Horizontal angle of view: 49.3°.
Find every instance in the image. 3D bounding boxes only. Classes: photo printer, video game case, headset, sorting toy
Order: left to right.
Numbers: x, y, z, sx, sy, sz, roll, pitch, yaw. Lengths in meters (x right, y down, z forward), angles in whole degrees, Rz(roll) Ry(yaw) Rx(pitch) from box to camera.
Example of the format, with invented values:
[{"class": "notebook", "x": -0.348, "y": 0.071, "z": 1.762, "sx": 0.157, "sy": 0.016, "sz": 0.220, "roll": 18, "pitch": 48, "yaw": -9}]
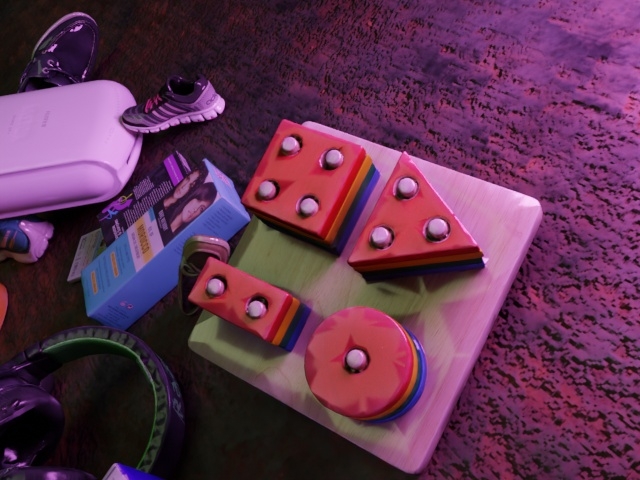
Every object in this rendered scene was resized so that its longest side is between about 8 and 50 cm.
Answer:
[{"class": "headset", "x": -0.341, "y": 0.245, "z": 0.747, "sx": 0.394, "sy": 0.185, "sz": 0.243, "roll": -36, "pitch": 57, "yaw": -7}, {"class": "photo printer", "x": -0.453, "y": -0.156, "z": 1.164, "sx": 0.307, "sy": 0.107, "sz": 0.256, "roll": -9, "pitch": 44, "yaw": 0}, {"class": "video game case", "x": -0.340, "y": 0.014, "z": 1.083, "sx": 0.122, "sy": 0.011, "sz": 0.087, "roll": -19, "pitch": 48, "yaw": 30}, {"class": "sorting toy", "x": 0.023, "y": 0.028, "z": 0.619, "sx": 0.255, "sy": 0.089, "sz": 0.257, "roll": 23, "pitch": 81, "yaw": 26}]

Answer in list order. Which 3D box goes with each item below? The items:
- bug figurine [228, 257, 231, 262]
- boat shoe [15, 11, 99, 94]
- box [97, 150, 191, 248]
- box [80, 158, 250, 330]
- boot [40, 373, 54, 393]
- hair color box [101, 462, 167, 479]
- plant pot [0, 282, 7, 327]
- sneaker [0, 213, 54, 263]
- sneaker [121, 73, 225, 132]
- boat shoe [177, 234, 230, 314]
[{"class": "bug figurine", "x": 0.000, "y": 0.000, "z": 0.754, "sx": 0.216, "sy": 0.072, "sz": 0.279, "roll": -46, "pitch": 41, "yaw": 4}, {"class": "boat shoe", "x": -0.549, "y": -0.307, "z": 1.423, "sx": 0.340, "sy": 0.127, "sz": 0.113, "roll": -53, "pitch": 42, "yaw": -3}, {"class": "box", "x": -0.255, "y": -0.049, "z": 1.034, "sx": 0.162, "sy": 0.029, "sz": 0.116, "roll": -37, "pitch": 43, "yaw": 4}, {"class": "box", "x": -0.213, "y": 0.009, "z": 0.940, "sx": 0.244, "sy": 0.060, "sz": 0.101, "roll": -41, "pitch": 42, "yaw": 9}, {"class": "boot", "x": -0.472, "y": 0.261, "z": 0.956, "sx": 0.244, "sy": 0.088, "sz": 0.176, "roll": -20, "pitch": 47, "yaw": 18}, {"class": "hair color box", "x": -0.206, "y": 0.396, "z": 0.606, "sx": 0.185, "sy": 0.110, "sz": 0.339, "roll": 25, "pitch": 79, "yaw": 47}, {"class": "plant pot", "x": -0.663, "y": 0.117, "z": 1.148, "sx": 0.205, "sy": 0.188, "sz": 0.205, "roll": -23, "pitch": 47, "yaw": 26}, {"class": "sneaker", "x": -0.582, "y": -0.028, "z": 1.250, "sx": 0.275, "sy": 0.110, "sz": 0.107, "roll": -1, "pitch": 59, "yaw": 41}, {"class": "sneaker", "x": -0.240, "y": -0.221, "z": 1.096, "sx": 0.170, "sy": 0.075, "sz": 0.063, "roll": -8, "pitch": 43, "yaw": 13}, {"class": "boat shoe", "x": -0.142, "y": 0.041, "z": 0.820, "sx": 0.153, "sy": 0.056, "sz": 0.048, "roll": 131, "pitch": 146, "yaw": -56}]
